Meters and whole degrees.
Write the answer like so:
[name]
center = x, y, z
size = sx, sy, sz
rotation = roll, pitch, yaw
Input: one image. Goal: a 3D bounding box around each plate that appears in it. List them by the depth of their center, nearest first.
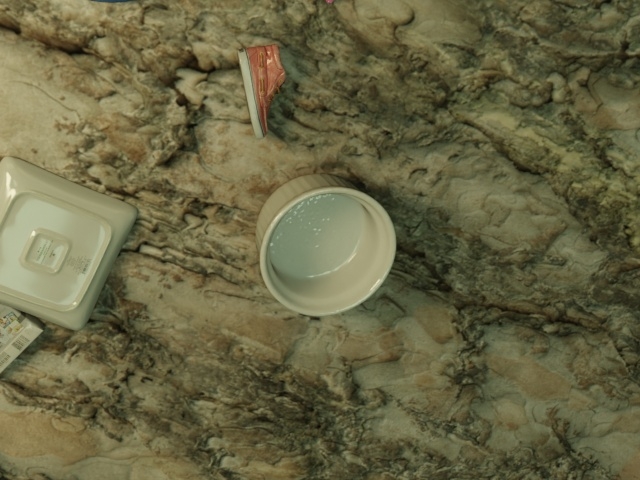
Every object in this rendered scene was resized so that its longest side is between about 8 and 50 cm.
[plate]
center = -0.518, 0.017, 1.915
size = 0.278, 0.045, 0.277
rotation = 23, 97, -26

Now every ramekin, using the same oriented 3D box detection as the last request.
[ramekin]
center = 0.000, 0.000, 2.035
size = 0.277, 0.135, 0.277
rotation = -7, 116, -15

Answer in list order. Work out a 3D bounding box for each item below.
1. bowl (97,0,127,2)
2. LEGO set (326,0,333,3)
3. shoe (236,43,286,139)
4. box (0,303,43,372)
[bowl]
center = -0.352, -0.587, 1.686
size = 0.391, 0.077, 0.391
rotation = -7, 116, -14
[LEGO set]
center = -0.029, -0.496, 1.821
size = 0.227, 0.087, 0.093
rotation = 35, 100, -26
[shoe]
center = -0.102, -0.280, 1.912
size = 0.081, 0.063, 0.178
rotation = -12, 113, -6
[box]
center = -0.657, 0.164, 1.966
size = 0.145, 0.038, 0.186
rotation = -45, 120, 6
